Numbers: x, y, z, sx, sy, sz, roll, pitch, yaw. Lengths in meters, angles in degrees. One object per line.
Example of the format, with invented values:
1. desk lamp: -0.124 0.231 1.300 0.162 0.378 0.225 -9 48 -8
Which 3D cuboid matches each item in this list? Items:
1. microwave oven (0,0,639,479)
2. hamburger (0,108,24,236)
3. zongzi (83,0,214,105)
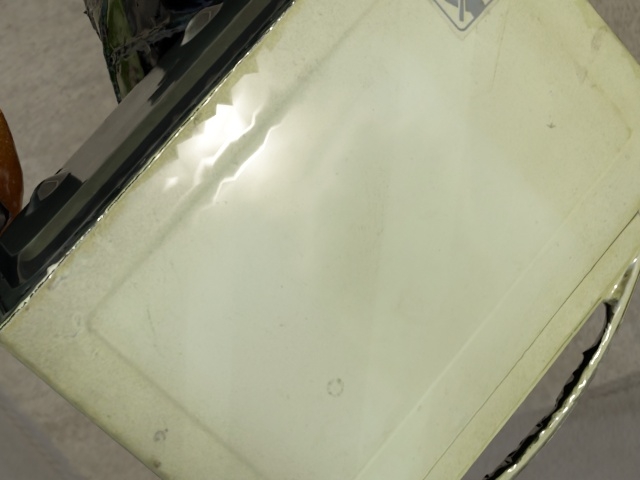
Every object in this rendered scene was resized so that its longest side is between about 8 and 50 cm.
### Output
1. microwave oven: 0.008 -0.009 0.726 0.333 0.247 0.394 44 79 -18
2. hamburger: -0.404 -0.034 0.856 0.225 0.291 0.290 -2 122 29
3. zongzi: -0.072 -0.179 0.945 0.383 0.319 0.362 53 158 -2
